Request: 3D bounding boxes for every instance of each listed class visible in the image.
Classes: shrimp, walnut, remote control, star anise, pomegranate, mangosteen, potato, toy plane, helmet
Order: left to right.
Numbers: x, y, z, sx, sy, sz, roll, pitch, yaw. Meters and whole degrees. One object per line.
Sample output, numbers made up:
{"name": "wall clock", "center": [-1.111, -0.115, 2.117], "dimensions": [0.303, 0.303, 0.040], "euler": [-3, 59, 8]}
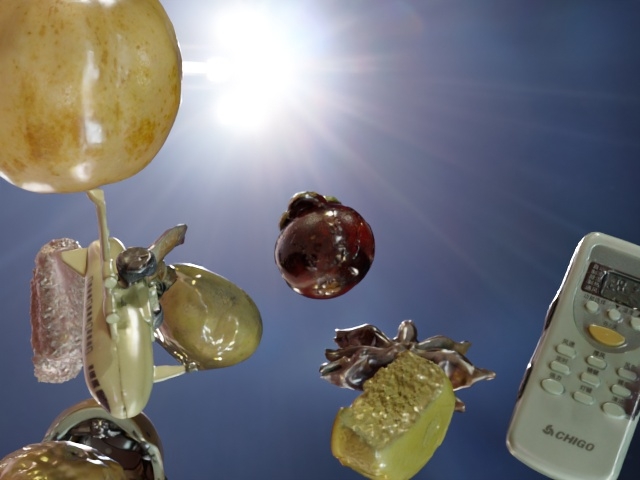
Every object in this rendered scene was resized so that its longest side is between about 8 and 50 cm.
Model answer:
{"name": "walnut", "center": [-0.339, 0.349, 1.636], "dimensions": [0.198, 0.245, 0.198], "euler": [3, -84, 29]}
{"name": "pomegranate", "center": [-0.217, -0.142, 1.118], "dimensions": [0.207, 0.207, 0.207], "euler": [4, -85, 58]}
{"name": "helmet", "center": [-0.323, 0.328, 1.941], "dimensions": [0.130, 0.199, 0.224], "euler": [-87, 178, -65]}
{"name": "toy plane", "center": [-0.200, 0.075, 1.287], "dimensions": [0.256, 0.104, 0.241], "euler": [-122, -156, -44]}
{"name": "shrimp", "center": [-0.201, 0.037, 1.586], "dimensions": [0.143, 0.052, 0.251], "euler": [-51, -178, 9]}
{"name": "potato", "center": [-0.192, 0.117, 1.979], "dimensions": [0.141, 0.192, 0.296], "euler": [-62, -165, -7]}
{"name": "mangosteen", "center": [0.000, 0.000, 2.063], "dimensions": [0.166, 0.166, 0.180], "euler": [-55, -132, 43]}
{"name": "star anise", "center": [0.118, 0.188, 1.954], "dimensions": [0.288, 0.288, 0.088], "euler": [38, -53, 51]}
{"name": "remote control", "center": [0.321, 0.139, 1.518], "dimensions": [0.056, 0.140, 0.296], "euler": [73, 40, -68]}

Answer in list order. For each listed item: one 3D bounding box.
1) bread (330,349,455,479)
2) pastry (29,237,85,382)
{"name": "bread", "center": [0.082, 0.208, 1.452], "dimensions": [0.086, 0.156, 0.125], "euler": [23, -40, 35]}
{"name": "pastry", "center": [-0.462, 0.130, 2.310], "dimensions": [0.112, 0.103, 0.265], "euler": [-164, -107, -68]}
